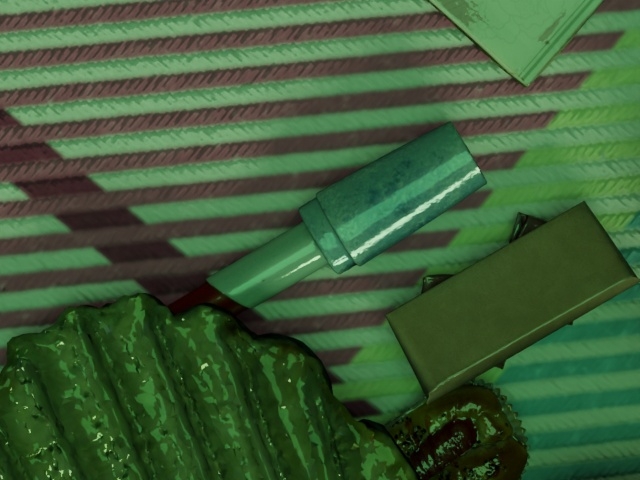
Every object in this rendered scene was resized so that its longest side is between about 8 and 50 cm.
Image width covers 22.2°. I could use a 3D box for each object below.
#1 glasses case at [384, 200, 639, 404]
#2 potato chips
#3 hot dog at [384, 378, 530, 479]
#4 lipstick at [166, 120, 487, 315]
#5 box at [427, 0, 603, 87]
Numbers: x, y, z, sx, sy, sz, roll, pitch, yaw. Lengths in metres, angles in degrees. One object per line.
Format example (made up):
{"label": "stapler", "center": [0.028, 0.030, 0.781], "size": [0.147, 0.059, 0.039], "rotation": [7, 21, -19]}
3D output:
{"label": "glasses case", "center": [0.146, 0.044, 1.309], "size": [0.193, 0.070, 0.102], "rotation": [-30, 68, 0]}
{"label": "potato chips", "center": [-0.087, 0.239, 1.282], "size": [0.358, 0.070, 0.429], "rotation": [-20, 96, 16]}
{"label": "hot dog", "center": [0.080, 0.191, 1.323], "size": [0.191, 0.059, 0.108], "rotation": [-33, 91, 3]}
{"label": "lipstick", "center": [0.000, 0.000, 1.292], "size": [0.274, 0.061, 0.068], "rotation": [-31, 86, 5]}
{"label": "box", "center": [0.125, -0.225, 1.288], "size": [0.198, 0.029, 0.109], "rotation": [41, 93, -6]}
